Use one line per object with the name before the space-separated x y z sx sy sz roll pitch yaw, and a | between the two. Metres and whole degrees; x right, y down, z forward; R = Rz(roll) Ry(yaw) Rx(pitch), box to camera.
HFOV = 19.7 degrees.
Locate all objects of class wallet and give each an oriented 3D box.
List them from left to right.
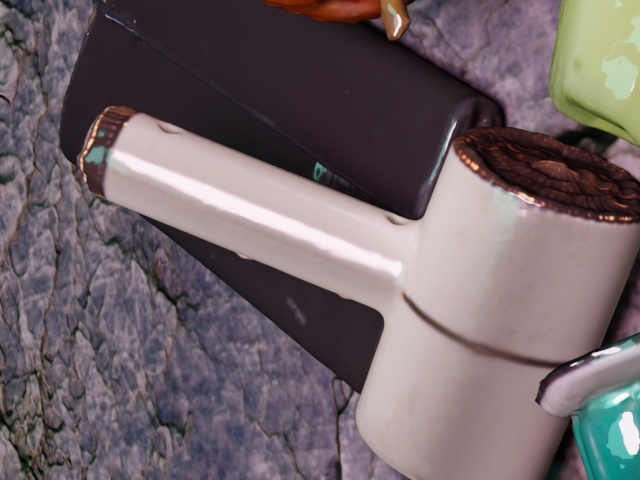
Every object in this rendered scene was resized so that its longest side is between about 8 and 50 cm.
wallet | -0.047 -0.077 1.328 0.406 0.062 0.228 35 118 41

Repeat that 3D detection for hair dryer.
hair dryer | 0.000 0.000 1.128 0.362 0.128 0.203 22 113 8

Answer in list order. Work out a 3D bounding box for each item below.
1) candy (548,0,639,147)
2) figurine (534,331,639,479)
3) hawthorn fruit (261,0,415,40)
candy | 0.212 -0.211 0.963 0.142 0.132 0.343 -103 21 -75
figurine | 0.245 0.199 0.883 0.323 0.231 0.340 -21 74 10
hawthorn fruit | 0.025 -0.259 1.088 0.275 0.275 0.299 -25 70 47
